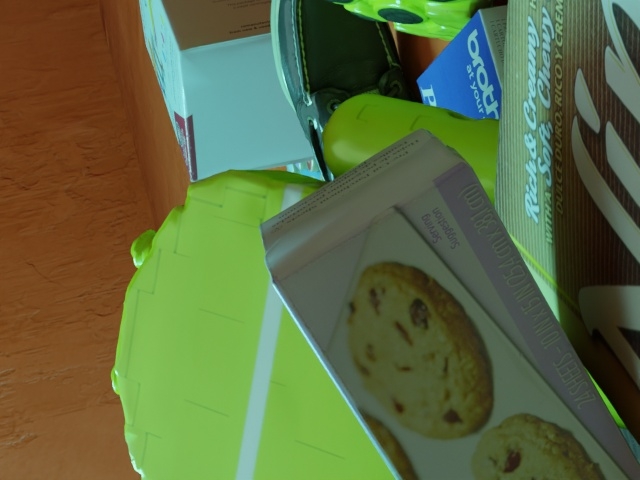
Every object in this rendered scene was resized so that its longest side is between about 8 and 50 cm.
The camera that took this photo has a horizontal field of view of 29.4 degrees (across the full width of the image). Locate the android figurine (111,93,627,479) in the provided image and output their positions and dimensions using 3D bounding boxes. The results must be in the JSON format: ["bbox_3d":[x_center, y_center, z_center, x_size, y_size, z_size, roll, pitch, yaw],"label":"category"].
[{"bbox_3d":[0.018,0.065,0.513,0.273,0.056,0.248,13,100,31],"label":"android figurine"}]

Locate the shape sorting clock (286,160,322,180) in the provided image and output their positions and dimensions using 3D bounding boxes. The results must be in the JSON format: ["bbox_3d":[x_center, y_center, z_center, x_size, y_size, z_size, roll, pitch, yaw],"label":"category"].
[{"bbox_3d":[0.000,0.000,1.015,0.206,0.040,0.206,167,90,-78],"label":"shape sorting clock"}]

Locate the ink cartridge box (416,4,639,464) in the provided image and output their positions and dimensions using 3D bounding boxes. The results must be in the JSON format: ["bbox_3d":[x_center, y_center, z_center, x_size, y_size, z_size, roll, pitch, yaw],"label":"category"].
[{"bbox_3d":[0.102,0.006,0.547,0.097,0.046,0.207,137,120,-74],"label":"ink cartridge box"}]

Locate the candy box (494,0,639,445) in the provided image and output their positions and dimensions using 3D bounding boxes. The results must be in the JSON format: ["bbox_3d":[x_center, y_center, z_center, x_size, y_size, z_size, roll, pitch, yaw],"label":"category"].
[{"bbox_3d":[0.120,-0.077,0.281,0.183,0.088,0.316,-117,18,-48],"label":"candy box"}]

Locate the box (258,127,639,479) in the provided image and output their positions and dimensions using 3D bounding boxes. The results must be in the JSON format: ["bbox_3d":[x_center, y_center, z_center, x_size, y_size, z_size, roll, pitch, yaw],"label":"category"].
[{"bbox_3d":[0.090,0.116,0.391,0.324,0.067,0.063,59,-178,-16],"label":"box"}]

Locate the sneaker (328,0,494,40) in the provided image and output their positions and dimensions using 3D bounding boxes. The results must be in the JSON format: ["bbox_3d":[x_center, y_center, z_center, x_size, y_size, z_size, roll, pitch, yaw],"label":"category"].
[{"bbox_3d":[0.049,-0.165,0.542,0.295,0.109,0.123,167,123,-84],"label":"sneaker"}]

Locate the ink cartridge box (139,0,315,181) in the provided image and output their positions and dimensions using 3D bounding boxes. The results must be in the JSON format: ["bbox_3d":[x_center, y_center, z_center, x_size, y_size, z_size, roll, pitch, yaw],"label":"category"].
[{"bbox_3d":[-0.063,-0.158,0.932,0.128,0.127,0.176,90,164,-46],"label":"ink cartridge box"}]

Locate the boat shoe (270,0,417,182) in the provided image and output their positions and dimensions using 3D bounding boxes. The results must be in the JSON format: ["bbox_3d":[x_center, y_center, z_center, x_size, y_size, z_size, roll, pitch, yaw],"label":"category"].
[{"bbox_3d":[0.030,-0.066,0.743,0.073,0.080,0.223,-140,33,-62],"label":"boat shoe"}]
